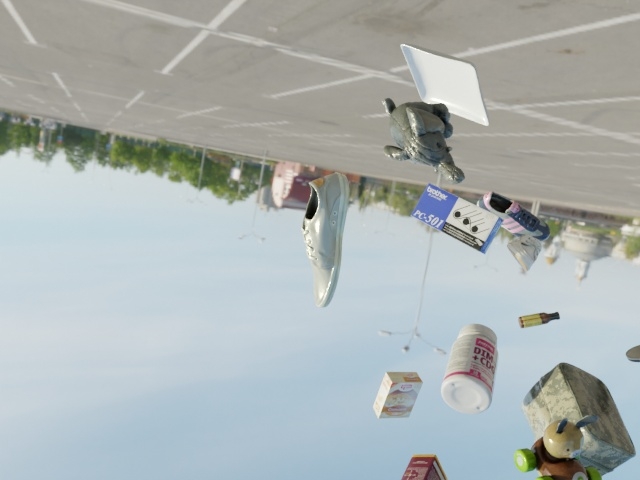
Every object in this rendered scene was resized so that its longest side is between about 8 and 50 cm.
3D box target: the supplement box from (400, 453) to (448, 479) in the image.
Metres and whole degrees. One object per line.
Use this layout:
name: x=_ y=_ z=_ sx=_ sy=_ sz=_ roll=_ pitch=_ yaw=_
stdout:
supplement box: x=0.276 y=0.698 z=1.542 sx=0.080 sy=0.104 sz=0.188 roll=-18 pitch=-166 yaw=37

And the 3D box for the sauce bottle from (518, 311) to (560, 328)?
sauce bottle: x=0.718 y=0.259 z=1.831 sx=0.128 sy=0.042 sz=0.042 roll=-10 pitch=-178 yaw=10

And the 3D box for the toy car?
toy car: x=0.554 y=0.467 z=1.249 sx=0.154 sy=0.189 sz=0.149 roll=-2 pitch=-150 yaw=-19

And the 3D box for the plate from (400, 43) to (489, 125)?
plate: x=0.404 y=-0.499 z=1.754 sx=0.278 sy=0.045 sz=0.277 roll=34 pitch=170 yaw=37

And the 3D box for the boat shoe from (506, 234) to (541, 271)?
boat shoe: x=0.682 y=0.025 z=1.846 sx=0.096 sy=0.098 sz=0.277 roll=-34 pitch=-179 yaw=19

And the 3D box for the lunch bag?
lunch bag: x=0.741 y=0.559 z=1.673 sx=0.212 sy=0.256 sz=0.305 roll=28 pitch=-149 yaw=-15

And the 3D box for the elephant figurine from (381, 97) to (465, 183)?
elephant figurine: x=0.233 y=-0.235 z=1.292 sx=0.185 sy=0.170 sz=0.239 roll=-6 pitch=-155 yaw=17

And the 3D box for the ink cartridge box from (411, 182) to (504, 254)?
ink cartridge box: x=0.337 y=-0.056 z=1.385 sx=0.207 sy=0.097 sz=0.046 roll=33 pitch=-171 yaw=33

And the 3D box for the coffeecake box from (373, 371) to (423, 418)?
coffeecake box: x=0.308 y=0.617 z=2.225 sx=0.142 sy=0.186 sz=0.068 roll=5 pitch=-154 yaw=-21

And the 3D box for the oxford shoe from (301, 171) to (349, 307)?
oxford shoe: x=0.000 y=0.000 z=1.806 sx=0.129 sy=0.450 sz=0.169 roll=0 pitch=-163 yaw=-17

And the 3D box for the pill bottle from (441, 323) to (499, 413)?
pill bottle: x=0.503 y=0.416 z=1.848 sx=0.160 sy=0.161 sz=0.283 roll=12 pitch=-144 yaw=17

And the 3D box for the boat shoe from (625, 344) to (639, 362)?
boat shoe: x=1.117 y=0.379 z=1.832 sx=0.206 sy=0.065 sz=0.075 roll=-13 pitch=-154 yaw=12

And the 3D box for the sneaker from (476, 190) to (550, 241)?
sneaker: x=0.796 y=-0.098 z=2.270 sx=0.318 sy=0.112 sz=0.131 roll=25 pitch=164 yaw=8
